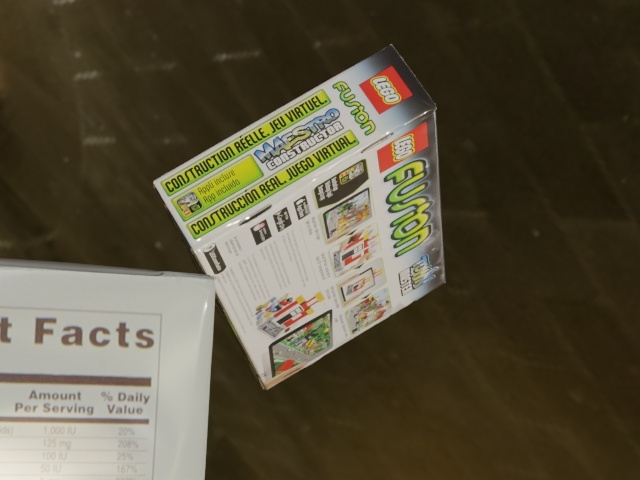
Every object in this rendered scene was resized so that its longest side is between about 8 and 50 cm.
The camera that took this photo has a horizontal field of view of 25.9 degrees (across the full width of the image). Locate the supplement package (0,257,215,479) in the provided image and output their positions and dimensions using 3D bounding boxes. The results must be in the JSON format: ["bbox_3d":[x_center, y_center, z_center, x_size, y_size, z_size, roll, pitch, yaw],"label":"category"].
[{"bbox_3d":[-0.117,0.125,0.381,0.139,0.244,0.134,5,177,-23],"label":"supplement package"}]

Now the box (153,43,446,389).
[{"bbox_3d":[0.000,0.000,0.640,0.036,0.114,0.207,57,173,21],"label":"box"}]
